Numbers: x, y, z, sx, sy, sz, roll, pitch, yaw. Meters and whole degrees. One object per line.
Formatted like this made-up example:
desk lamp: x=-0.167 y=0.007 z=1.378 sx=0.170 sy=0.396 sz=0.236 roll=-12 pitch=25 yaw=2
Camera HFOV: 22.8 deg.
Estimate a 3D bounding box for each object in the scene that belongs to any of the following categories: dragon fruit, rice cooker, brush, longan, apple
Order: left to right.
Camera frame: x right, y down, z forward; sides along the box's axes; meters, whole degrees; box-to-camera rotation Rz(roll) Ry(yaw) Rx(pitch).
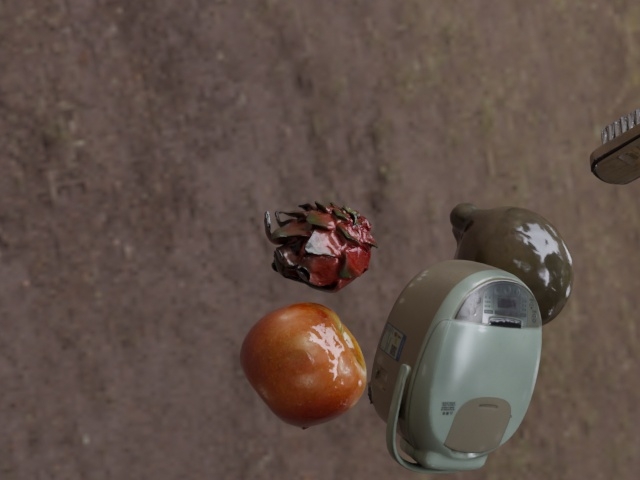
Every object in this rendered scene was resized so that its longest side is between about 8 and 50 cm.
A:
apple: x=-0.023 y=0.155 z=1.962 sx=0.163 sy=0.139 sz=0.163 roll=60 pitch=9 yaw=-16
dragon fruit: x=0.002 y=0.007 z=2.040 sx=0.130 sy=0.142 sz=0.121 roll=104 pitch=-20 yaw=-75
rice cooker: x=0.126 y=0.118 z=1.502 sx=0.145 sy=0.127 sz=0.206 roll=8 pitch=108 yaw=-35
longan: x=0.252 y=0.031 z=2.185 sx=0.204 sy=0.185 sz=0.159 roll=49 pitch=58 yaw=2
brush: x=0.461 y=-0.170 z=1.902 sx=0.070 sy=0.327 sz=0.065 roll=33 pitch=41 yaw=-34
